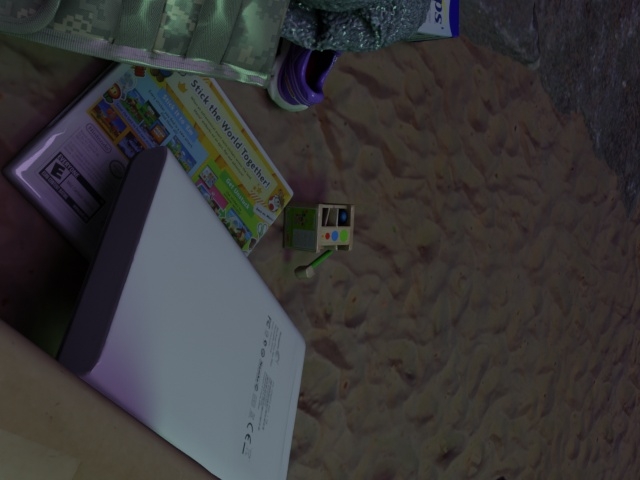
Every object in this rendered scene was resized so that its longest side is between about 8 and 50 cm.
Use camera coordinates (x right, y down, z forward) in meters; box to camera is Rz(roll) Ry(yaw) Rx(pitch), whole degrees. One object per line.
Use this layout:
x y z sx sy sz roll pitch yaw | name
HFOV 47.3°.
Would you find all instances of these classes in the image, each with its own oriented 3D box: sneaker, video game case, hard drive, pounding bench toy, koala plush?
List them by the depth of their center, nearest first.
-0.095 0.097 0.635 0.307 0.040 0.203 60 30 -47 | hard drive
0.036 -0.288 0.646 0.203 0.221 0.196 26 70 -7 | koala plush
-0.140 -0.052 0.676 0.206 0.026 0.227 -55 128 -27 | video game case
-0.001 -0.217 0.770 0.068 0.071 0.169 14 83 -46 | sneaker
0.000 0.000 0.807 0.065 0.052 0.083 0 95 -47 | pounding bench toy

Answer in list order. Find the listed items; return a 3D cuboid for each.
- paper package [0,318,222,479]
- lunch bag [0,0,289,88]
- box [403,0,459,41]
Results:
-0.227 0.124 0.398 0.325 0.309 0.168 50 62 -36 | paper package
-0.153 -0.254 0.494 0.287 0.169 0.235 4 118 -32 | lunch bag
0.099 -0.306 0.864 0.137 0.072 0.126 -9 102 -46 | box
